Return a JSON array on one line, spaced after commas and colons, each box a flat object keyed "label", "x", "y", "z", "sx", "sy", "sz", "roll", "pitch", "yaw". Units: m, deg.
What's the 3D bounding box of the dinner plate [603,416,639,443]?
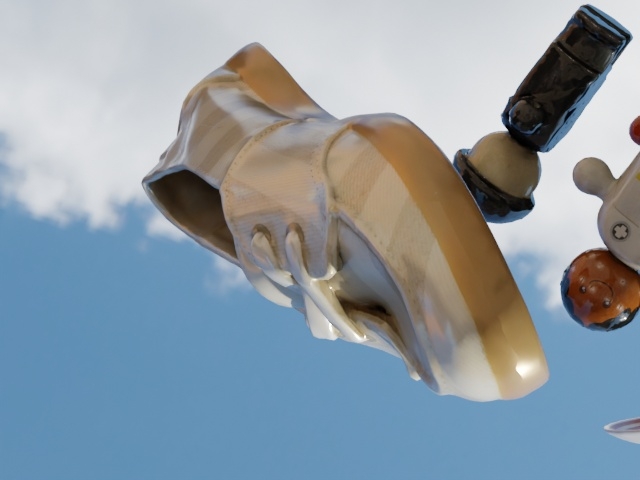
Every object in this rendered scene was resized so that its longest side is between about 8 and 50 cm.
[{"label": "dinner plate", "x": 0.244, "y": 0.112, "z": 1.196, "sx": 0.141, "sy": 0.141, "sz": 0.017, "roll": -8, "pitch": -93, "yaw": -26}]

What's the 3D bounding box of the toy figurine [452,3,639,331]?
[{"label": "toy figurine", "x": 0.207, "y": -0.019, "z": 1.191, "sx": 0.213, "sy": 0.148, "sz": 0.209, "roll": 19, "pitch": -155, "yaw": -36}]

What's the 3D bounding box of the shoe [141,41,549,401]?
[{"label": "shoe", "x": 0.000, "y": 0.000, "z": 0.546, "sx": 0.058, "sy": 0.219, "sz": 0.076, "roll": -32, "pitch": -67, "yaw": -7}]
